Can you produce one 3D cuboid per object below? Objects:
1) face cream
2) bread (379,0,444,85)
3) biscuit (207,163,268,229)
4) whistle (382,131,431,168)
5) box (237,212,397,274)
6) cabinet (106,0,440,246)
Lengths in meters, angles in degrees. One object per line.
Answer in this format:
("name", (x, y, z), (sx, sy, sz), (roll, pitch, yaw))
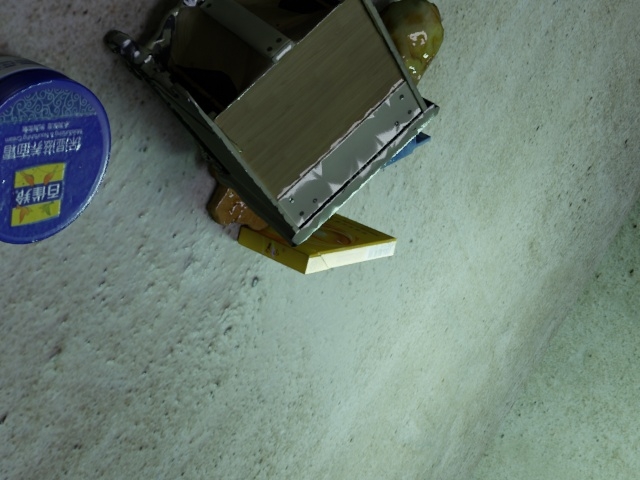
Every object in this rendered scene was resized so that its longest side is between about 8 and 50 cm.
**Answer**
("face cream", (-0.356, -0.108, 1.124), (0.206, 0.111, 0.206), (-35, 139, -38))
("bread", (0.116, -0.304, 1.658), (0.267, 0.130, 0.152), (-58, -173, -12))
("biscuit", (-0.093, -0.134, 1.538), (0.184, 0.035, 0.248), (4, 113, -44))
("whistle", (0.099, -0.157, 1.800), (0.304, 0.062, 0.062), (-30, 134, -43))
("box", (0.000, 0.000, 1.680), (0.269, 0.152, 0.043), (-10, 117, -54))
("cabinet", (-0.060, -0.222, 1.298), (0.290, 0.227, 0.318), (-44, 138, -5))
